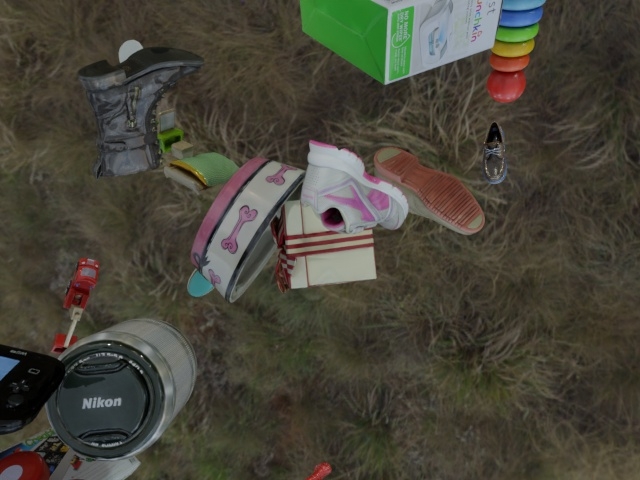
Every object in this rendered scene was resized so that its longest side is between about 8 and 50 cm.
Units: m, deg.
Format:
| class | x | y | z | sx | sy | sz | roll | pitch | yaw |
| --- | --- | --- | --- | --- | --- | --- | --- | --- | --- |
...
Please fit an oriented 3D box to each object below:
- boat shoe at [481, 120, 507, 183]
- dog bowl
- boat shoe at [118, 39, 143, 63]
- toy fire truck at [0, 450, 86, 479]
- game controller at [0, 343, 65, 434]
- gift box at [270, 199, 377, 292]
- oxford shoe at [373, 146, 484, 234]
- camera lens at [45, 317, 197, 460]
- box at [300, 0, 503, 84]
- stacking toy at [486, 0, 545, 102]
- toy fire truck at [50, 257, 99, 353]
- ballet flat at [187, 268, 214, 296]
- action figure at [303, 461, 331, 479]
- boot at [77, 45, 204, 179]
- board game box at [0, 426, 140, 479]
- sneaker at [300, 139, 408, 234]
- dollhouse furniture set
| class | x | y | z | sx | sy | sz | roll | pitch | yaw |
| --- | --- | --- | --- | --- | --- | --- | --- | --- | --- |
| boat shoe | 0.472 | -0.244 | 1.474 | 0.066 | 0.183 | 0.066 | -6 | 152 | 22 |
| dog bowl | -0.189 | -0.042 | 1.433 | 0.150 | 0.408 | 0.408 | 32 | 128 | 2 |
| boat shoe | -0.399 | -0.335 | 1.202 | 0.078 | 0.070 | 0.219 | -8 | 79 | 9 |
| toy fire truck | -0.477 | 0.509 | 0.848 | 0.302 | 0.254 | 0.169 | 13 | 130 | 24 |
| game controller | -0.558 | 0.195 | 0.792 | 0.319 | 0.166 | 0.067 | 15 | 118 | -4 |
| gift box | 0.000 | 0.000 | 1.436 | 0.258 | 0.276 | 0.255 | -6 | 80 | -3 |
| oxford shoe | 0.327 | -0.134 | 1.649 | 0.397 | 0.140 | 0.146 | 43 | 154 | 26 |
| camera lens | -0.360 | 0.266 | 1.014 | 0.220 | 0.274 | 0.219 | 0 | 90 | -1 |
| box | 0.126 | -0.398 | 0.898 | 0.262 | 0.231 | 0.126 | 47 | 152 | 39 |
| stacking toy | 0.434 | -0.471 | 1.218 | 0.141 | 0.141 | 0.330 | 10 | 130 | 19 |
| toy fire truck | -0.543 | 0.148 | 1.193 | 0.047 | 0.135 | 0.192 | 17 | 126 | -30 |
| ballet flat | -0.338 | 0.077 | 1.679 | 0.086 | 0.086 | 0.248 | 39 | 121 | -2 |
| action figure | -0.102 | 0.407 | 0.693 | 0.091 | 0.280 | 0.139 | 53 | 140 | 24 |
| boot | -0.345 | -0.249 | 1.069 | 0.091 | 0.263 | 0.229 | 43 | 145 | 39 |
| board game box | -0.578 | 0.516 | 1.228 | 0.193 | 0.305 | 0.053 | 44 | 104 | 13 |
| sneaker | 0.048 | -0.061 | 0.864 | 0.103 | 0.111 | 0.252 | 23 | 177 | 44 |
| dollhouse furniture set | -0.400 | -0.283 | 1.612 | 0.302 | 0.197 | 0.151 | 28 | 129 | 24 |
